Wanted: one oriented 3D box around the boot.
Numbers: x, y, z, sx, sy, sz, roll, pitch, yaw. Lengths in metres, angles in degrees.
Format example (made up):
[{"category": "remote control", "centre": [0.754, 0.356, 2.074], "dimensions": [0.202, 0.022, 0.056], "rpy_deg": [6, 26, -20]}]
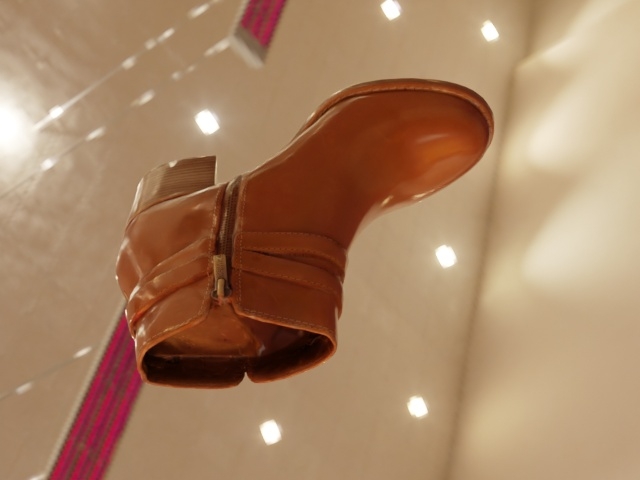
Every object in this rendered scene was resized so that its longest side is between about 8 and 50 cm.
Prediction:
[{"category": "boot", "centre": [0.000, 0.000, 0.650], "dimensions": [0.152, 0.197, 0.073], "rpy_deg": [-100, -10, -58]}]
